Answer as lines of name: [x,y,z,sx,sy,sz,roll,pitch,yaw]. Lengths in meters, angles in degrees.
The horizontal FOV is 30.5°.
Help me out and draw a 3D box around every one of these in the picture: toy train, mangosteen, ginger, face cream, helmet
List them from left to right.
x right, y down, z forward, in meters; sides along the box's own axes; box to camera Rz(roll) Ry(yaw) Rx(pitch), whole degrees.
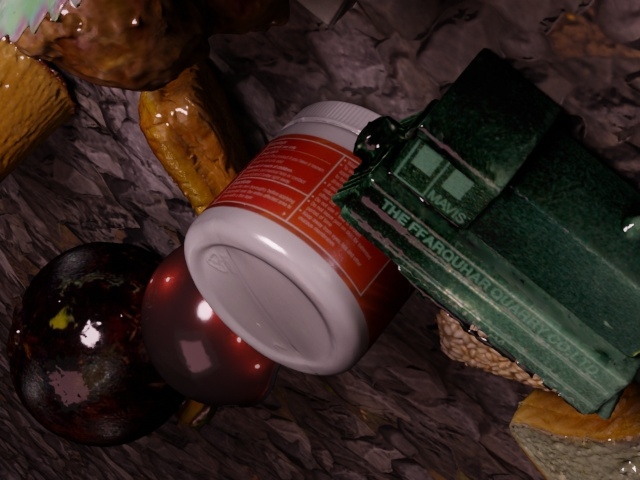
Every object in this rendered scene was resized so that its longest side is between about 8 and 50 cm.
ginger: [-0.194,-0.299,0.904,0.176,0.254,0.418,9,133,51]
mangosteen: [-0.268,0.140,1.554,0.288,0.288,0.288,29,148,20]
helmet: [-0.115,0.092,1.395,0.189,0.193,0.216,-4,86,50]
face cream: [0.000,0.000,1.116,0.201,0.187,0.201,29,148,20]
toy train: [0.174,-0.006,0.968,0.330,0.138,0.178,38,146,3]

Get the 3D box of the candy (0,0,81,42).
candy: [-0.103,-0.314,0.673,0.172,0.398,0.263,18,159,-25]

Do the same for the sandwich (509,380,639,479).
sandwich: [0.322,0.243,1.172,0.226,0.087,0.251,-2,129,52]

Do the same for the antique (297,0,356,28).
antique: [0.016,-0.262,0.786,0.148,0.152,0.147,38,152,-1]

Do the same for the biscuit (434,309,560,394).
biscuit: [0.195,0.095,1.138,0.168,0.070,0.082,18,147,30]

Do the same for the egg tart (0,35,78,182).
egg tart: [-0.411,-0.161,1.399,0.215,0.171,0.215,22,159,9]

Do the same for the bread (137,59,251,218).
bread: [-0.107,-0.064,1.232,0.077,0.139,0.271,-17,128,11]
